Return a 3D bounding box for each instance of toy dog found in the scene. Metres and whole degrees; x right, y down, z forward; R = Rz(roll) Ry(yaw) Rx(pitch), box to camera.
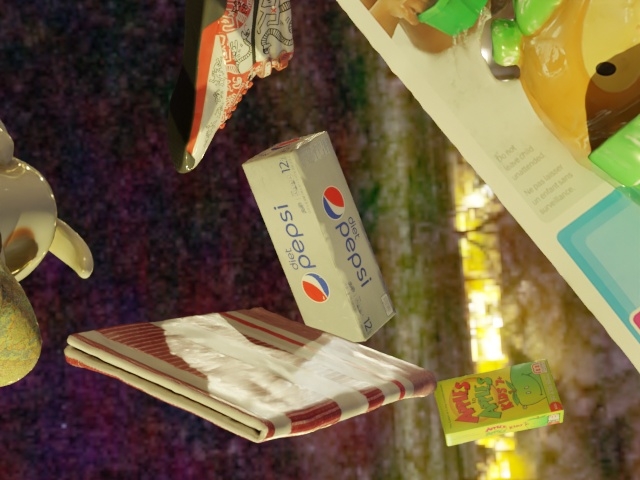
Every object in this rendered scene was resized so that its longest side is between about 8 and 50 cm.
[{"bbox_3d":[-0.515,0.009,1.407,0.395,0.284,0.408,39,12,-17],"label":"toy dog"}]

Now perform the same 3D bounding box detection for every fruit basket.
[{"bbox_3d":[0.173,-0.160,0.475,0.353,0.327,0.165,51,15,0],"label":"fruit basket"}]

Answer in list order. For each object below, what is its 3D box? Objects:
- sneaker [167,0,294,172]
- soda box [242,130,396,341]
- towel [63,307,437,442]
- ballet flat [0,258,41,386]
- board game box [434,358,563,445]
[{"bbox_3d":[-0.115,-0.214,1.408,0.090,0.145,0.270,44,-51,51],"label":"sneaker"},{"bbox_3d":[0.000,0.000,1.463,0.091,0.098,0.286,-36,109,-47],"label":"soda box"},{"bbox_3d":[-0.056,0.127,1.026,0.329,0.237,0.037,-1,106,-60],"label":"towel"},{"bbox_3d":[-0.363,-0.008,0.872,0.348,0.123,0.123,53,18,-12],"label":"ballet flat"},{"bbox_3d":[0.273,0.250,1.623,0.043,0.181,0.092,76,3,-54],"label":"board game box"}]
